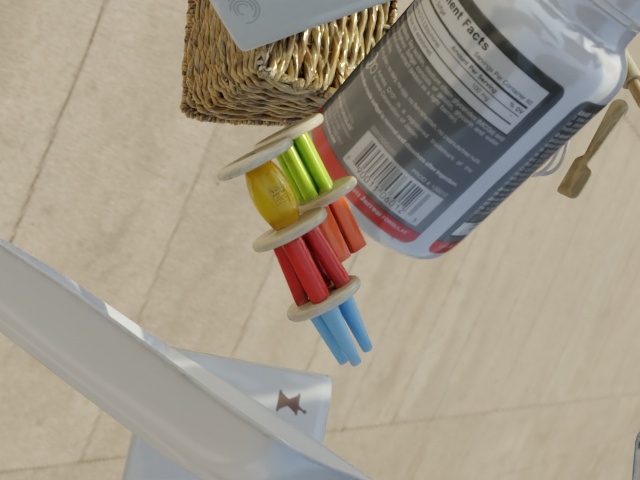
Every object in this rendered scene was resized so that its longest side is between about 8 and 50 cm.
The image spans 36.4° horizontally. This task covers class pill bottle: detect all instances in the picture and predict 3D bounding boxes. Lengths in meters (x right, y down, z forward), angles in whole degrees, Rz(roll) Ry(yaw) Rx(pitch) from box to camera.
[{"bbox_3d":[0.167,-0.166,0.971,0.363,0.210,0.210,-46,162,29],"label":"pill bottle"}]

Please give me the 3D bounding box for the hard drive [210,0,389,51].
[{"bbox_3d":[0.040,-0.250,0.603,0.203,0.307,0.040,58,28,-37],"label":"hard drive"}]

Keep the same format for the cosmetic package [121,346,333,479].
[{"bbox_3d":[-0.107,0.280,0.987,0.453,0.161,0.230,108,-6,-68],"label":"cosmetic package"}]

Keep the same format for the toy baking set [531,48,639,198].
[{"bbox_3d":[0.334,-0.184,1.297,0.196,0.256,0.030,-35,147,20],"label":"toy baking set"}]

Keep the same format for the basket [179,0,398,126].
[{"bbox_3d":[-0.040,-0.303,1.281,0.213,0.223,0.299,8,78,-32],"label":"basket"}]

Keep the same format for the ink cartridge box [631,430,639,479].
[{"bbox_3d":[0.386,0.170,0.594,0.395,0.285,0.166,-5,95,-56],"label":"ink cartridge box"}]

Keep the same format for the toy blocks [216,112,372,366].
[{"bbox_3d":[0.000,0.000,0.644,0.148,0.054,0.123,64,23,-10],"label":"toy blocks"}]

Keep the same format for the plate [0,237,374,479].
[{"bbox_3d":[-0.080,0.096,0.587,0.045,0.277,0.278,-58,151,-9],"label":"plate"}]
